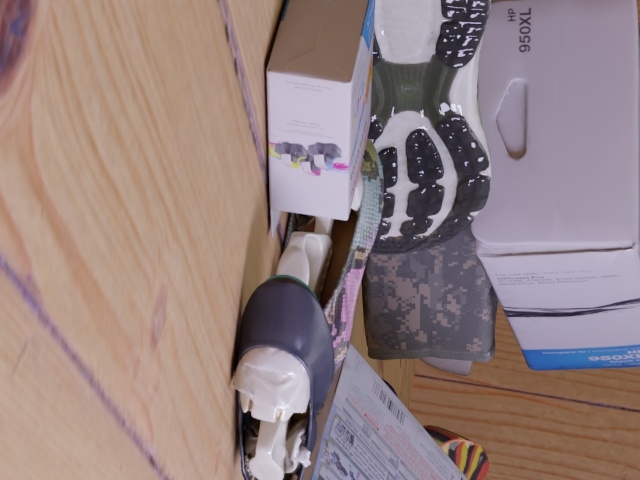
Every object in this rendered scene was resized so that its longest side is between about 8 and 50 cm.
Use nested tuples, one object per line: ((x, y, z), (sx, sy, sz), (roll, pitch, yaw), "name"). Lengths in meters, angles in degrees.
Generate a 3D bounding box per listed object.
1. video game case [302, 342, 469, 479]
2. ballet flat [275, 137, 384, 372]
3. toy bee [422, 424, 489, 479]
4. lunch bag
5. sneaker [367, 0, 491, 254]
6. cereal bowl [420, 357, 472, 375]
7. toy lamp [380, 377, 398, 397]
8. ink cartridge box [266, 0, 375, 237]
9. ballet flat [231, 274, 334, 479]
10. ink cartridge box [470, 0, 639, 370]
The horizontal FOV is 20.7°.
((0.066, 0.264, 1.611), (0.269, 0.061, 0.244), (50, 26, -18), "video game case")
((0.000, 0.000, 1.379), (0.079, 0.077, 0.221), (48, 49, -56), "ballet flat")
((0.066, 0.300, 1.925), (0.162, 0.195, 0.298), (62, 41, -37), "toy bee")
((0.133, -0.032, 2.021), (0.287, 0.169, 0.235), (-80, 169, -57), "lunch bag")
((0.074, -0.156, 1.508), (0.410, 0.158, 0.182), (96, -3, -45), "sneaker")
((0.186, 0.029, 2.659), (0.339, 0.141, 0.339), (8, 90, -84), "cereal bowl")
((0.043, 0.192, 1.921), (0.274, 0.080, 0.080), (-17, 116, -84), "toy lamp")
((0.001, -0.090, 1.260), (0.181, 0.061, 0.104), (91, 10, -51), "ink cartridge box")
((-0.030, 0.116, 1.247), (0.074, 0.074, 0.203), (-75, 173, -45), "ballet flat")
((0.275, -0.051, 1.884), (0.395, 0.166, 0.285), (54, 36, -65), "ink cartridge box")
